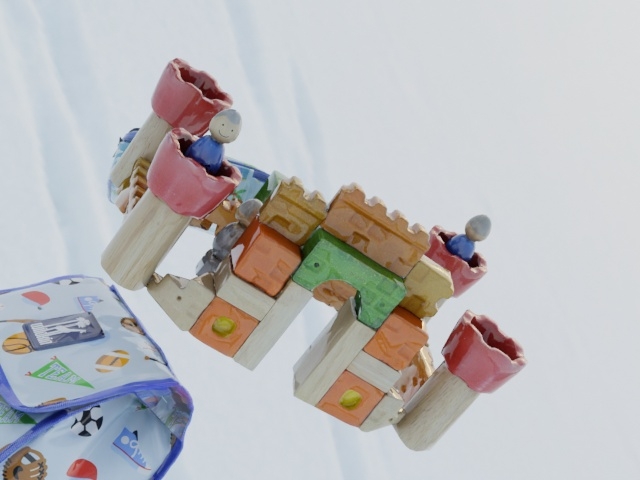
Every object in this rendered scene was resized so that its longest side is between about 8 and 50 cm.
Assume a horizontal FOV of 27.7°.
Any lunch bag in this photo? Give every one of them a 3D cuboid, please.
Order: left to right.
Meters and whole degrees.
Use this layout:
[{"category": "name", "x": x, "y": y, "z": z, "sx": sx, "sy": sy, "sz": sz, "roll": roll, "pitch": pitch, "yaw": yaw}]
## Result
[{"category": "lunch bag", "x": -0.363, "y": 0.228, "z": 1.582, "sx": 0.239, "sy": 0.385, "sz": 0.328, "roll": 56, "pitch": -8, "yaw": -35}, {"category": "lunch bag", "x": -0.163, "y": -0.063, "z": 1.659, "sx": 0.176, "sy": 0.219, "sz": 0.090, "roll": 128, "pitch": -21, "yaw": -77}]

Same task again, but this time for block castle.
[{"category": "block castle", "x": 0.000, "y": 0.000, "z": 1.403, "sx": 0.453, "sy": 0.213, "sz": 0.303, "roll": 32, "pitch": 19, "yaw": -19}]
